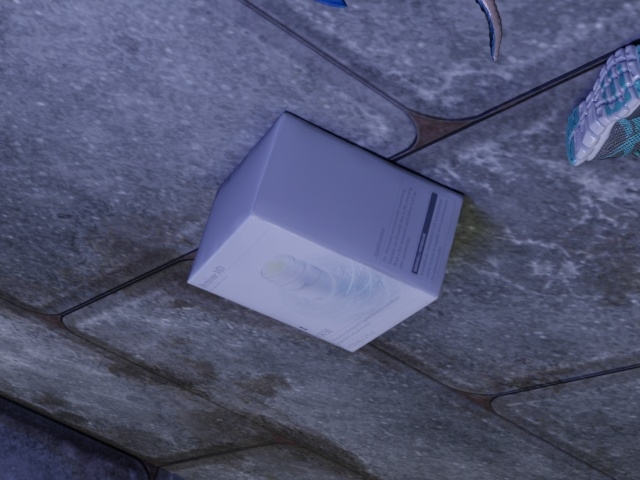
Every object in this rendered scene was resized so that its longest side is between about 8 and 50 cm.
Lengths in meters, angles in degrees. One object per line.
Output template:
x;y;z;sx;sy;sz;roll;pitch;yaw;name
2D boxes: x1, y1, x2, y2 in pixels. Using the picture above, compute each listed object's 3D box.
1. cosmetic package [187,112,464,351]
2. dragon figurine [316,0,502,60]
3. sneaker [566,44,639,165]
0.000;0.000;1.386;0.225;0.138;0.224;25;152;-13;cosmetic package
0.017;-0.242;0.966;0.289;0.085;0.144;36;150;-26;dragon figurine
0.280;-0.119;1.103;0.076;0.065;0.166;4;159;-11;sneaker
